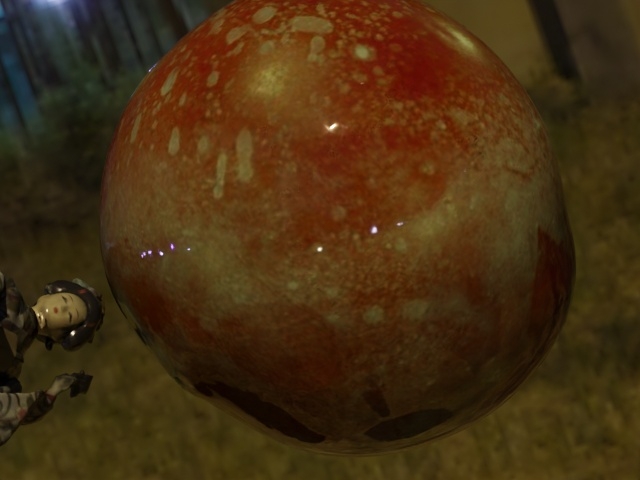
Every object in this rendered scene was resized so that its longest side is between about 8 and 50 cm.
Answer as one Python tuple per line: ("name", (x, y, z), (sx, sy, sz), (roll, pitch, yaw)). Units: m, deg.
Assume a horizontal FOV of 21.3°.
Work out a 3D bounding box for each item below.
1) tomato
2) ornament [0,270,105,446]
("tomato", (0.000, 0.000, 0.935), (0.223, 0.270, 0.270), (-40, 11, -23))
("ornament", (-0.191, 0.074, 1.035), (0.153, 0.166, 0.196), (8, 24, 39))
